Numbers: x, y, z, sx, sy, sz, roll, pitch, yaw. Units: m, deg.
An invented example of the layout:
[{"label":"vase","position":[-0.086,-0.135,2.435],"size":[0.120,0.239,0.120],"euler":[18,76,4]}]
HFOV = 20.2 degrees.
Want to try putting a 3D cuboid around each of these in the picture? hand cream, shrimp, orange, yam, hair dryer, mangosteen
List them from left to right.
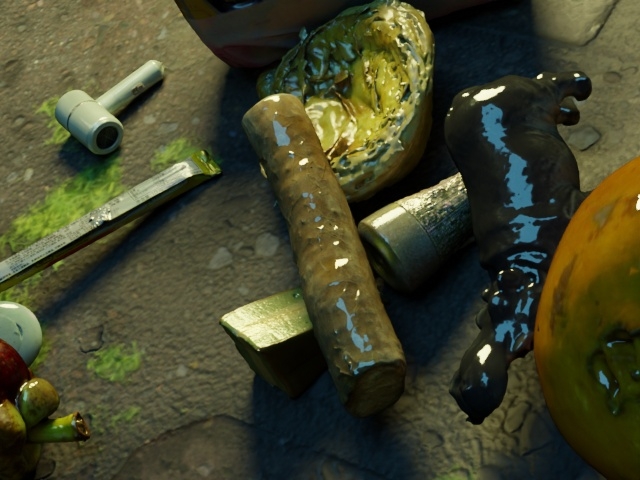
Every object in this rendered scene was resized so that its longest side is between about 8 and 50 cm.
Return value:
[{"label":"mangosteen","position":[-0.324,0.177,1.753],"size":[0.146,0.181,0.156],"euler":[-53,9,40]},{"label":"hair dryer","position":[-0.226,-0.159,2.036],"size":[0.137,0.047,0.082],"euler":[-38,46,-16]},{"label":"shrimp","position":[-0.030,-0.159,1.944],"size":[0.091,0.025,0.127],"euler":[-12,46,16]},{"label":"yam","position":[0.000,0.000,1.690],"size":[0.081,0.081,0.357],"euler":[-25,56,6]},{"label":"hand cream","position":[0.134,-0.036,1.730],"size":[0.203,0.084,0.084],"euler":[-36,45,-15]},{"label":"orange","position":[0.320,0.069,1.387],"size":[0.312,0.312,0.312],"euler":[-14,48,16]}]

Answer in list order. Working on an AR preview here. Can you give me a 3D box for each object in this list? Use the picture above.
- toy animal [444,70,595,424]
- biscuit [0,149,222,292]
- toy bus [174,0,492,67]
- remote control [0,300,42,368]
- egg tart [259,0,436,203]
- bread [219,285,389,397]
[{"label":"toy animal","position":[0.198,0.000,1.616],"size":[0.168,0.106,0.343],"euler":[2,63,-2]},{"label":"biscuit","position":[-0.238,-0.019,1.905],"size":[0.292,0.026,0.048],"euler":[-30,53,-13]},{"label":"toy bus","position":[0.026,-0.304,1.938],"size":[0.386,0.162,0.171],"euler":[-15,38,15]},{"label":"remote control","position":[-0.408,0.135,1.848],"size":[0.256,0.045,0.097],"euler":[-24,83,4]},{"label":"egg tart","position":[0.041,-0.132,1.840],"size":[0.232,0.098,0.252],"euler":[-42,42,9]},{"label":"bread","position":[-0.014,0.067,1.705],"size":[0.139,0.084,0.074],"euler":[-44,46,-13]}]
